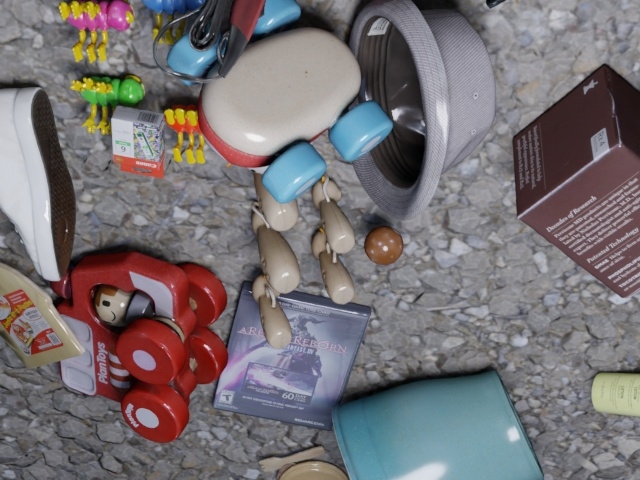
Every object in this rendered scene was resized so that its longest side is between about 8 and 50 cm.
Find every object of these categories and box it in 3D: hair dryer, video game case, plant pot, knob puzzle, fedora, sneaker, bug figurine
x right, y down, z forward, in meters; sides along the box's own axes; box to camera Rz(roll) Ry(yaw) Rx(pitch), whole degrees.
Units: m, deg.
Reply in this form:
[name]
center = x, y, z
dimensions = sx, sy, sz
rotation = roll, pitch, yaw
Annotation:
[hair dryer]
center = -0.069, -0.311, 1.461
dimensions = 0.294, 0.080, 0.223
rotation = -15, 104, -17
[video game case]
center = -0.048, 0.183, 1.989
dimensions = 0.196, 0.026, 0.274
rotation = 12, 132, -5
[plant pot]
center = 0.187, 0.324, 1.951
dimensions = 0.255, 0.271, 0.271
rotation = -25, 126, 6
[knob puzzle]
center = -0.443, 0.097, 1.914
dimensions = 0.213, 0.030, 0.213
rotation = 24, 138, 24
[fedora]
center = 0.129, -0.171, 1.560
dimensions = 0.124, 0.244, 0.275
rotation = -13, 121, -21
[sneaker]
center = -0.410, -0.076, 1.751
dimensions = 0.123, 0.106, 0.290
rotation = 1, 121, 10
[bug figurine]
center = -0.213, -0.226, 1.611
dimensions = 0.216, 0.072, 0.279
rotation = 6, 137, 9

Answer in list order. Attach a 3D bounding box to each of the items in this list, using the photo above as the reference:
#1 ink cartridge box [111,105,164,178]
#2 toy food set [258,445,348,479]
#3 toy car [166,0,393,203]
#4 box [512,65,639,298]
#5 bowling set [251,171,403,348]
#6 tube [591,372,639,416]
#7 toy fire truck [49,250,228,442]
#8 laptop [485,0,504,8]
[ink cartridge box]
center = -0.233, -0.117, 1.654
dimensions = 0.063, 0.029, 0.115
rotation = 11, 136, 3
[toy food set]
center = -0.016, 0.415, 2.188
dimensions = 0.132, 0.038, 0.192
rotation = -17, 123, 10
[toy car]
center = -0.070, -0.138, 1.568
dimensions = 0.219, 0.210, 0.238
rotation = 51, 151, 8
[box]
center = 0.373, -0.071, 1.627
dimensions = 0.203, 0.168, 0.167
rotation = 34, 126, -22
[bowling set]
center = 0.000, 0.000, 1.768
dimensions = 0.200, 0.154, 0.287
rotation = -6, 132, -14
[tube]
center = 0.518, 0.229, 1.892
dimensions = 0.240, 0.062, 0.070
rotation = 1, 119, 37
[toy fire truck]
center = -0.284, 0.139, 1.896
dimensions = 0.254, 0.169, 0.302
rotation = 17, 133, 16
[laptop]
center = 0.313, -0.323, 1.341
dimensions = 0.264, 0.234, 0.136
rotation = -27, 124, 25
